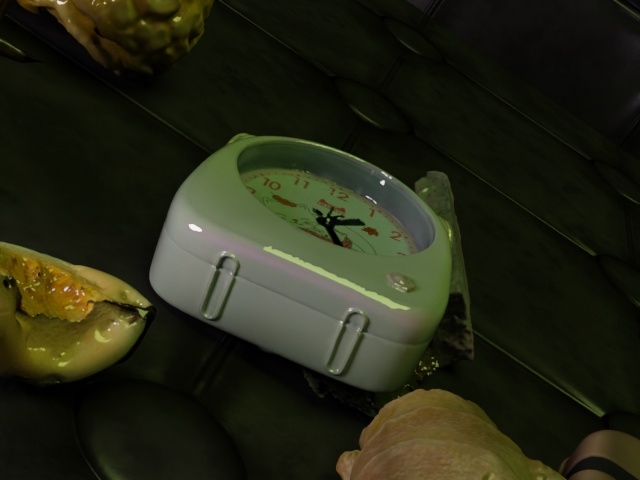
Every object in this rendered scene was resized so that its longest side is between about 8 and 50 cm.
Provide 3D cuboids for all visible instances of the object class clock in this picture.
[{"bbox_3d":[0.000,0.000,1.128,0.265,0.109,0.324,23,26,3],"label":"clock"}]

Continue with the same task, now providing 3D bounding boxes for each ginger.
[{"bbox_3d":[0.079,0.218,0.845,0.189,0.126,0.354,6,24,18],"label":"ginger"}]

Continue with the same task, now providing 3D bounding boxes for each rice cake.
[{"bbox_3d":[0.139,0.028,1.308,0.050,0.106,0.298,-10,27,8],"label":"rice cake"}]

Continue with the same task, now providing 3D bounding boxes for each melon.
[{"bbox_3d":[-0.217,0.051,0.855,0.160,0.079,0.128,16,13,-34],"label":"melon"}]

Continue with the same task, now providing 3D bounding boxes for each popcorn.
[{"bbox_3d":[-0.239,-0.312,1.346,0.250,0.190,0.250,18,37,-14],"label":"popcorn"}]

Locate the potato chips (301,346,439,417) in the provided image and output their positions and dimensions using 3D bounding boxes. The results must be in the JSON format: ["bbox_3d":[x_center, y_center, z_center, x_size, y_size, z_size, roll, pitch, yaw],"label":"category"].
[{"bbox_3d":[0.052,0.128,1.107,0.209,0.026,0.142,6,40,-46],"label":"potato chips"}]

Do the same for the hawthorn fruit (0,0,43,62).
[{"bbox_3d":[-0.362,-0.199,0.907,0.300,0.268,0.268,29,25,-22],"label":"hawthorn fruit"}]

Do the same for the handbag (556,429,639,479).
[{"bbox_3d":[0.283,0.316,0.908,0.302,0.149,0.283,40,28,13],"label":"handbag"}]
